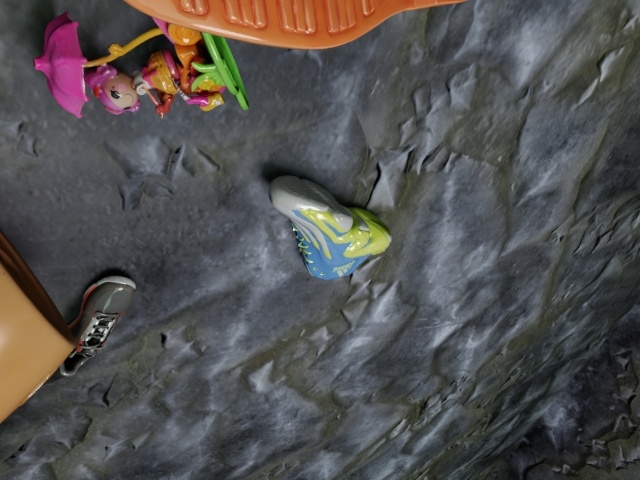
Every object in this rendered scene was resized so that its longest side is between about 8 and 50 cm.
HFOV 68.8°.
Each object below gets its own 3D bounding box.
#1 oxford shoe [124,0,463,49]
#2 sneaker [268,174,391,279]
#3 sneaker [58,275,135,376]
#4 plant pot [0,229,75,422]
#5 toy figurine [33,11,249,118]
[{"bbox_3d":[-0.008,-0.224,0.380,0.363,0.132,0.130,-22,116,-35],"label":"oxford shoe"},{"bbox_3d":[0.000,0.000,0.662,0.240,0.091,0.126,22,114,-43],"label":"sneaker"},{"bbox_3d":[-0.288,0.115,0.604,0.061,0.065,0.158,26,111,-43],"label":"sneaker"},{"bbox_3d":[-0.357,0.072,0.389,0.203,0.291,0.291,-35,139,-23],"label":"plant pot"},{"bbox_3d":[-0.165,-0.161,0.429,0.159,0.130,0.173,-18,161,2],"label":"toy figurine"}]
